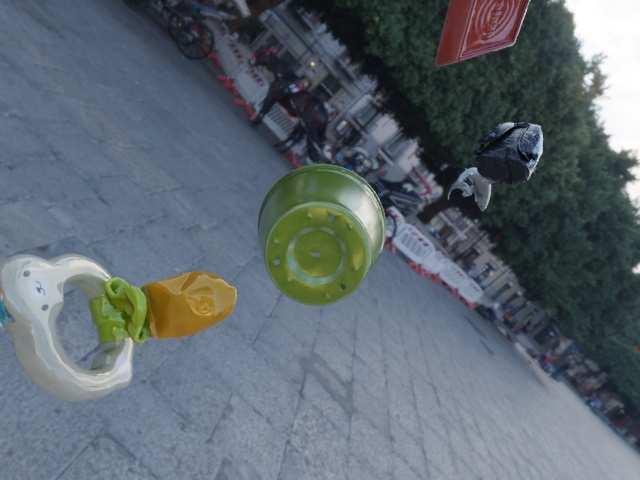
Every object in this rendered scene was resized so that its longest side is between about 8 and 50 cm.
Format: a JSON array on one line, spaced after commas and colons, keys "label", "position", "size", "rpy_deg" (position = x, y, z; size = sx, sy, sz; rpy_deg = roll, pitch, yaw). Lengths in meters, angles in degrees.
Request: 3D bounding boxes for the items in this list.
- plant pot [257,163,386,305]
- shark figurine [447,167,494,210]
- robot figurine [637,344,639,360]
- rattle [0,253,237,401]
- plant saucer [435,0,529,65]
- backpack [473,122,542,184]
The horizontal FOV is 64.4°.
[{"label": "plant pot", "position": [0.000, 0.000, 1.279], "size": [0.366, 0.366, 0.353], "rpy_deg": [45, 9, -7]}, {"label": "shark figurine", "position": [0.513, -0.191, 1.627], "size": [0.116, 0.166, 0.278], "rpy_deg": [11, 1, 37]}, {"label": "robot figurine", "position": [0.884, 0.241, 1.122], "size": [0.291, 0.211, 0.085], "rpy_deg": [6, 38, -1]}, {"label": "rattle", "position": [-0.175, 0.050, 0.389], "size": [0.200, 0.142, 0.130], "rpy_deg": [60, 33, -56]}, {"label": "plant saucer", "position": [0.412, -0.554, 1.220], "size": [0.048, 0.259, 0.258], "rpy_deg": [51, -28, 34]}, {"label": "backpack", "position": [0.484, -0.222, 1.284], "size": [0.152, 0.182, 0.115], "rpy_deg": [20, -40, 29]}]
